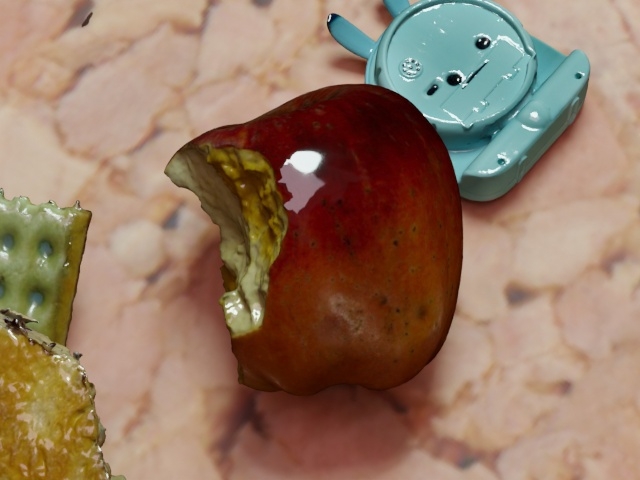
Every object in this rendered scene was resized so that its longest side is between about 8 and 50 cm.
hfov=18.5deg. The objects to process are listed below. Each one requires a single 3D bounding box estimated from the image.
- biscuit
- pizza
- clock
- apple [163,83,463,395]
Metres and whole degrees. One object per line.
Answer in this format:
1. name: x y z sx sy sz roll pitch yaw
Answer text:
1. biscuit: -0.249 0.025 1.066 0.231 0.016 0.139 12 96 2
2. pizza: -0.174 0.108 1.030 0.226 0.069 0.147 23 92 8
3. clock: 0.073 -0.098 1.141 0.147 0.045 0.108 37 70 16
4. apple: 0.007 0.001 1.043 0.147 0.156 0.158 -19 96 -7
